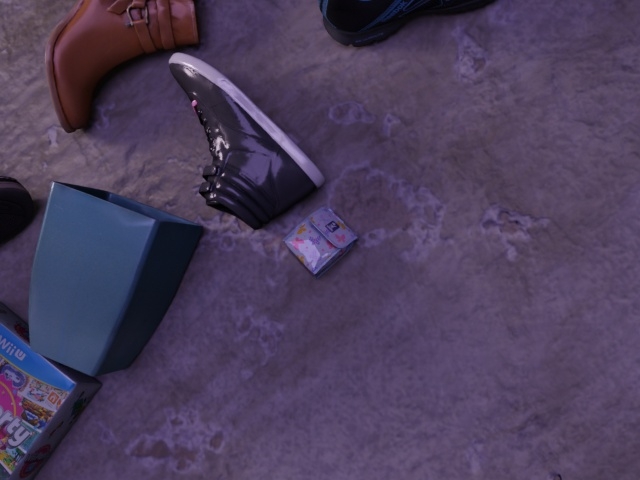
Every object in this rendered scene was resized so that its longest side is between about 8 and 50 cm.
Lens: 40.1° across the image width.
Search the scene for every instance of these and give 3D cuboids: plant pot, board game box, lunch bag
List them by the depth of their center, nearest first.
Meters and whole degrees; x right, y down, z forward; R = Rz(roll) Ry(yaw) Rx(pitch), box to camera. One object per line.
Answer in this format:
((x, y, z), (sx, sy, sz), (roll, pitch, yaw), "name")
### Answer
((-0.303, 0.059, 1.226), (0.166, 0.165, 0.234), (21, 93, 13), "plant pot")
((0.000, 0.000, 1.233), (0.083, 0.053, 0.071), (-41, 77, -8), "lunch bag")
((-0.498, 0.263, 1.258), (0.224, 0.097, 0.303), (35, 87, 14), "board game box")

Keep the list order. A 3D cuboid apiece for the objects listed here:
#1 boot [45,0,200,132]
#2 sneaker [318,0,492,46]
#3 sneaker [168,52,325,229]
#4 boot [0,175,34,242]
((-0.291, -0.300, 1.324), (0.220, 0.109, 0.283), (3, 87, -4), "boot")
((0.157, -0.383, 1.224), (0.341, 0.139, 0.125), (-27, 75, 4), "sneaker")
((-0.146, -0.137, 1.254), (0.296, 0.104, 0.147), (44, 85, 10), "sneaker")
((-0.649, -0.092, 1.307), (0.377, 0.138, 0.284), (-17, 51, -21), "boot")
